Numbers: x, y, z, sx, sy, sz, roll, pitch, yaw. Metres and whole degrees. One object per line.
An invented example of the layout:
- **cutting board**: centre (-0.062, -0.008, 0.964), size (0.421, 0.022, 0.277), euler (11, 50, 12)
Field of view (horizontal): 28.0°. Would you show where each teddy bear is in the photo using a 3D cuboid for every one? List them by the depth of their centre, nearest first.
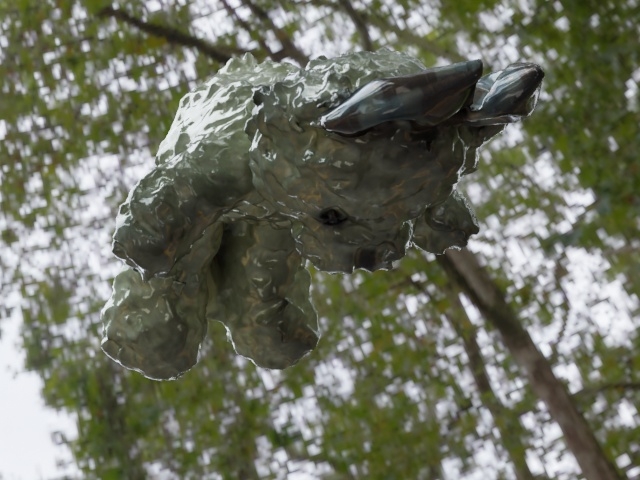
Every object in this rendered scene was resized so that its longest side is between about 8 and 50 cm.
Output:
- **teddy bear**: centre (0.000, 0.000, 1.043), size (0.327, 0.362, 0.376), euler (0, -70, -33)
